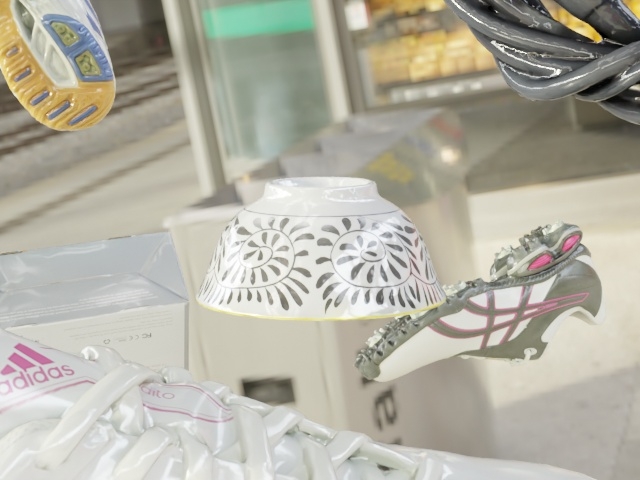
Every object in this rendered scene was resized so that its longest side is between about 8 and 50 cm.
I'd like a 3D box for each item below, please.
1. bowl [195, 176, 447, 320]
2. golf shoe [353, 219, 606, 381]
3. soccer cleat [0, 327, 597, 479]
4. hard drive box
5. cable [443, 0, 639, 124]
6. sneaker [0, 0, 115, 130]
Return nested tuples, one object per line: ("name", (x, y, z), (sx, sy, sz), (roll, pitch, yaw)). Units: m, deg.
("bowl", (0.000, 0.000, 0.955), (0.170, 0.080, 0.170), (-1, 8, 0))
("golf shoe", (0.168, 0.086, 1.443), (0.273, 0.120, 0.105), (-29, 3, -10))
("soccer cleat", (-0.043, 0.091, 0.441), (0.331, 0.143, 0.116), (-7, 14, -13))
("hard drive box", (-0.209, 0.114, 1.235), (0.181, 0.232, 0.089), (-7, 46, -14))
("cable", (0.108, -0.102, 0.398), (0.184, 0.150, 0.047), (15, 23, 24))
("sneaker", (-0.279, -0.238, 1.281), (0.112, 0.296, 0.131), (-22, 16, 2))
